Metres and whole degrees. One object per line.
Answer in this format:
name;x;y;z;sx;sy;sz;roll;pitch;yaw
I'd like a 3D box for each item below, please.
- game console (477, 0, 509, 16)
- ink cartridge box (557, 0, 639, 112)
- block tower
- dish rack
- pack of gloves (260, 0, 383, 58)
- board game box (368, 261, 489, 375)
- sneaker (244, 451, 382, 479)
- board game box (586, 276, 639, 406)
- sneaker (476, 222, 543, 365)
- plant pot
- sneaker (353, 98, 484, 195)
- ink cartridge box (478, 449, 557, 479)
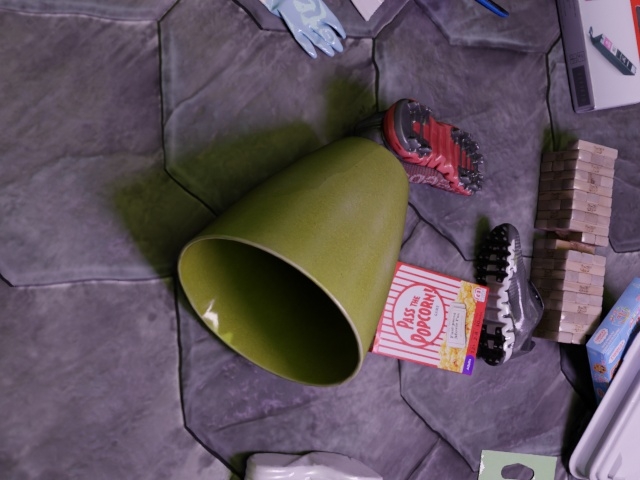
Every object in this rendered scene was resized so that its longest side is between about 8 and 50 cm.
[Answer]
game console;0.164;-0.492;1.285;0.293;0.173;0.250;24;79;-30
ink cartridge box;0.542;-0.382;1.552;0.239;0.060;0.275;-13;95;-25
block tower;0.426;0.004;1.470;0.091;0.097;0.335;9;87;-27
dish rack;0.610;0.307;1.497;0.285;0.072;0.333;13;109;-29
pack of gloves;-0.008;-0.401;1.277;0.232;0.046;0.195;43;71;-20
board game box;0.165;0.123;1.359;0.193;0.045;0.146;15;82;-26
sneaker;-0.014;0.365;1.258;0.212;0.080;0.094;9;97;-20
board game box;0.527;0.186;1.494;0.160;0.039;0.211;-48;140;-19
sneaker;0.319;0.087;1.424;0.106;0.078;0.234;-2;94;-30
plant pot;0.000;0.000;1.179;0.275;0.275;0.293;49;53;-18
sneaker;0.151;-0.133;1.329;0.276;0.135;0.097;22;66;-49
ink cartridge box;0.333;0.479;1.438;0.171;0.056;0.235;12;86;-26
